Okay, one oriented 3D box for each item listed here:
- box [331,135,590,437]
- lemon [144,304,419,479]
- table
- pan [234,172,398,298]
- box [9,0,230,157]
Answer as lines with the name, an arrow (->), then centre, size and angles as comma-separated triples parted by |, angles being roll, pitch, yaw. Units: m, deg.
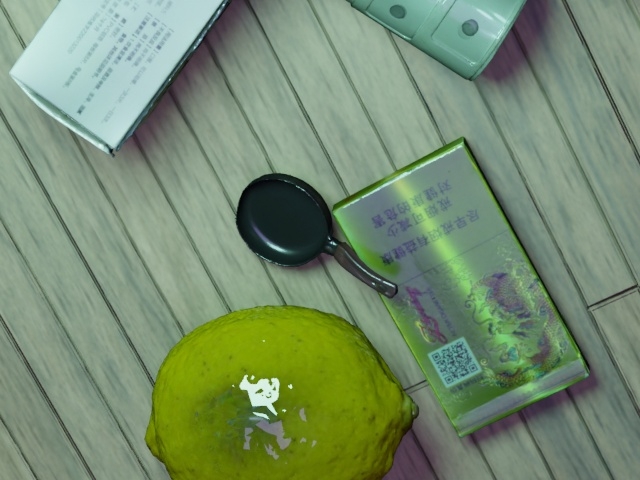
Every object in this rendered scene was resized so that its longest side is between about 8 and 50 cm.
box -> 0.161, 0.056, 1.888 | 0.173, 0.043, 0.311 | -28, 101, 12
lemon -> -0.046, 0.191, 1.833 | 0.310, 0.253, 0.253 | -8, 105, 12
table -> 0.102, -0.279, 1.756 | 0.220, 0.126, 0.126 | 32, 105, -4
pan -> 0.002, -0.001, 1.857 | 0.212, 0.040, 0.115 | 30, 128, 13
box -> -0.172, -0.264, 1.756 | 0.145, 0.173, 0.333 | 37, 105, -4
